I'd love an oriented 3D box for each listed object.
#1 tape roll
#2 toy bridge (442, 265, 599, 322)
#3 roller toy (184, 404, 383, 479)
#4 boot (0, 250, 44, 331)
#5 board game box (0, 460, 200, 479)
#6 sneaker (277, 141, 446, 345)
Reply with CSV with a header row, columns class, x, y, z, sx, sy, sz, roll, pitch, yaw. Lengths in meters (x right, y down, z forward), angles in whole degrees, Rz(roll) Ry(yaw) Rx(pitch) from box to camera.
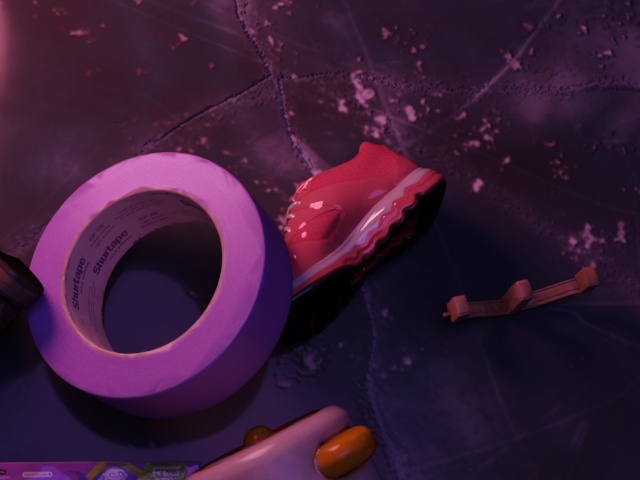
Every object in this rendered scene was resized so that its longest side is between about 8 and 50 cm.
class,x,y,z,sx,sy,sz,roll,pitch,yaw
tape roll,-0.172,0.047,1.205,0.274,0.090,0.275,-7,65,16
toy bridge,0.231,0.068,1.328,0.188,0.063,0.026,-12,72,-14
roller toy,-0.036,0.256,1.139,0.191,0.209,0.146,-25,85,-14
boot,-0.434,0.077,1.204,0.263,0.091,0.229,38,88,37
board game box,-0.295,0.331,1.146,0.346,0.056,0.208,3,73,-14
sneaker,0.000,0.000,1.313,0.314,0.116,0.136,-39,65,-22
